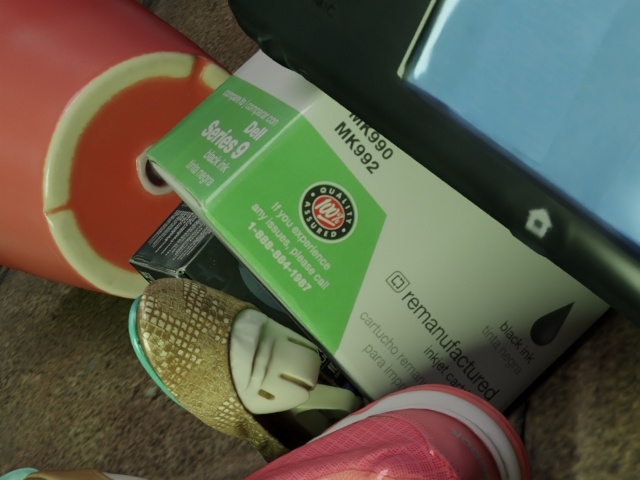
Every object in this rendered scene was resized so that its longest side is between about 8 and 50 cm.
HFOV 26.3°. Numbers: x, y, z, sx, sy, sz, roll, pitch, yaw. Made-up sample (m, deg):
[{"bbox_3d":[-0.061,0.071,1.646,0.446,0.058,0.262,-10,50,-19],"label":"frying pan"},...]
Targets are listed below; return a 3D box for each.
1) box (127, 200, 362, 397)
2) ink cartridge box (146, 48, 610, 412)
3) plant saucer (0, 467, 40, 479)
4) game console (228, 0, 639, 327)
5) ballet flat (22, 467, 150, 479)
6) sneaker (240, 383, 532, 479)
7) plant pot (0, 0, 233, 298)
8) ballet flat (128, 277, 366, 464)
[{"bbox_3d":[0.000,0.000,0.851,0.180,0.147,0.077,-49,26,-16],"label":"box"},{"bbox_3d":[0.088,-0.059,0.745,0.289,0.211,0.121,-44,25,-4],"label":"ink cartridge box"},{"bbox_3d":[-0.236,0.217,0.984,0.119,0.021,0.119,-32,27,18],"label":"plant saucer"},{"bbox_3d":[0.156,-0.129,0.508,0.060,0.386,0.342,-19,-38,-54],"label":"game console"},{"bbox_3d":[-0.112,0.181,0.833,0.073,0.080,0.232,-23,17,-30],"label":"ballet flat"},{"bbox_3d":[-0.054,0.165,0.640,0.314,0.116,0.136,-34,-10,14],"label":"sneaker"},{"bbox_3d":[-0.182,-0.078,1.129,0.275,0.275,0.243,-48,34,-13],"label":"plant pot"},{"bbox_3d":[-0.021,0.075,0.714,0.067,0.206,0.073,-7,61,25],"label":"ballet flat"}]
